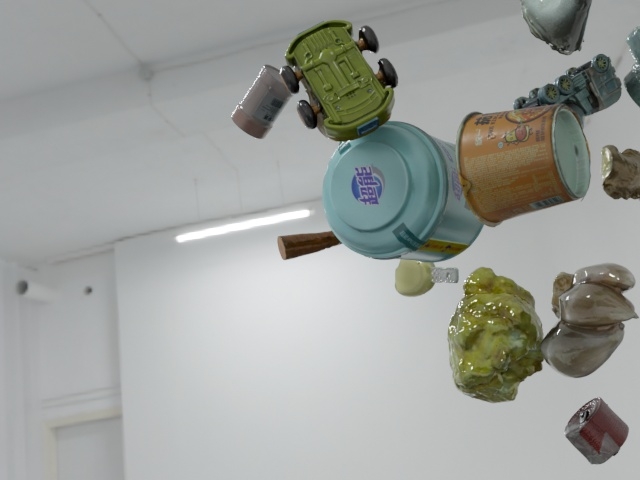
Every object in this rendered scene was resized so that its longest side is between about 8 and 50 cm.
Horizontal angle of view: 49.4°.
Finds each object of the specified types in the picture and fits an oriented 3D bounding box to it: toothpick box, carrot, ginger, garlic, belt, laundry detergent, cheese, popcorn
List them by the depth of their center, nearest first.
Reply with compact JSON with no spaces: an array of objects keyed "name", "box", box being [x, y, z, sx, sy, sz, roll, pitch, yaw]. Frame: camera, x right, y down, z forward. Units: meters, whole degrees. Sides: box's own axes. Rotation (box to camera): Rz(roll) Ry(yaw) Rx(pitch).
[{"name":"laundry detergent","box":[0.174,-0.097,1.486,0.287,0.287,0.305,-18,-13,31]},{"name":"garlic","box":[0.594,0.175,1.573,0.132,0.279,0.325,18,6,6]},{"name":"ginger","box":[0.727,-0.143,1.599,0.213,0.137,0.074,19,-14,-20]},{"name":"toothpick box","box":[-0.133,-0.329,1.653,0.098,0.098,0.149,10,-55,-48]},{"name":"carrot","box":[0.000,0.000,1.704,0.209,0.061,0.061,-11,-14,-21]},{"name":"belt","box":[0.717,0.494,1.788,0.128,0.124,0.201,-47,-14,19]},{"name":"cheese","box":[0.285,0.089,1.853,0.050,0.127,0.255,2,-4,-28]},{"name":"popcorn","box":[0.448,0.267,1.869,0.293,0.292,0.334,-2,-58,-41]}]

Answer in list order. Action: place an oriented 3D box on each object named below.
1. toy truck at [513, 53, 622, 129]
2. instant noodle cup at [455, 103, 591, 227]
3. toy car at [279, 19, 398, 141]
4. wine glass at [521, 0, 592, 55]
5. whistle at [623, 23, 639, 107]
[{"name":"toy truck","box":[0.531,-0.285,1.492,0.256,0.140,0.108,-31,5,-20]},{"name":"instant noodle cup","box":[0.363,-0.141,1.225,0.172,0.216,0.215,-9,-13,40]},{"name":"toy car","box":[0.039,-0.297,1.351,0.200,0.248,0.142,-24,-20,1]},{"name":"wine glass","box":[0.474,-0.451,1.195,0.156,0.156,0.232,1,-28,-30]},{"name":"whistle","box":[0.834,-0.322,1.485,0.404,0.188,0.168,20,-45,-16]}]
